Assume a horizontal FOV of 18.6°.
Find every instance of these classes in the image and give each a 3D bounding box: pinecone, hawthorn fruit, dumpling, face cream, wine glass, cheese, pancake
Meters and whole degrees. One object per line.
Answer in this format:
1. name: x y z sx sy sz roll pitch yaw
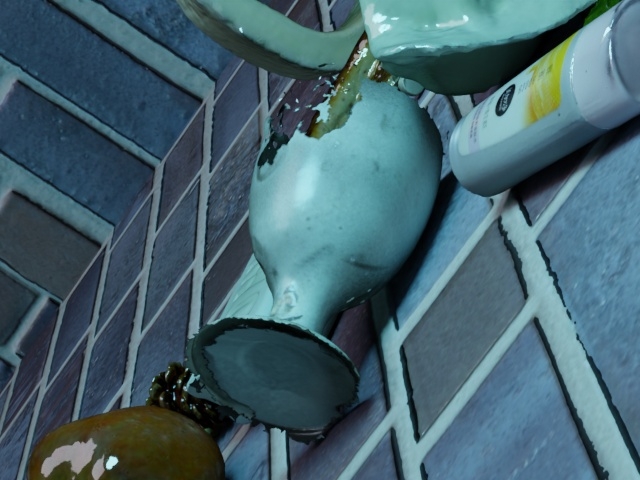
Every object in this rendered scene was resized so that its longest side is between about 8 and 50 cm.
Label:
1. pinecone: -0.143 0.177 2.219 0.109 0.102 0.102 -43 18 37
2. hawthorn fruit: -0.186 0.253 2.038 0.199 0.199 0.251 -49 -9 34
3. dumpling: 0.161 -0.264 1.975 0.212 0.270 0.320 102 167 -59
4. face cream: 0.206 -0.118 1.677 0.269 0.073 0.107 -32 41 60
5. wine glass: 0.002 0.005 1.908 0.190 0.190 0.357 -41 24 51
6. cheese: -0.034 -0.380 2.644 0.292 0.332 0.153 -69 14 -5
7. pancake: 0.030 -0.162 2.498 0.212 0.056 0.257 -52 13 23

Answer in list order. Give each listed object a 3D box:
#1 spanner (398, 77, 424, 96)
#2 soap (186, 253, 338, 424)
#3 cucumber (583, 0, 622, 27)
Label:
1. spanner: 0.176 -0.312 2.352 0.095 0.040 0.325 -33 28 60
2. soap: -0.034 0.055 2.124 0.160 0.087 0.265 -39 22 56
3. cucumber: 0.279 -0.207 1.646 0.069 0.069 0.227 -63 10 -26
